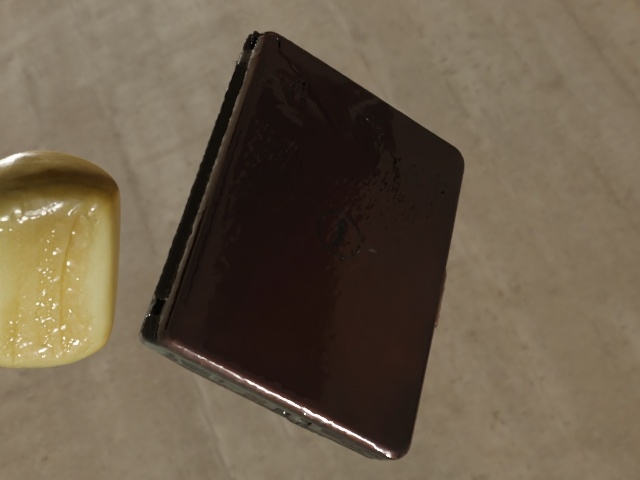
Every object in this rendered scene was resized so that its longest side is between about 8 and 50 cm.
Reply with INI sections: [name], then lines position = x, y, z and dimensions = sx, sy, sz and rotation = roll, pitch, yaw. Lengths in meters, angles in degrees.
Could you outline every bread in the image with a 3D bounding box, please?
[bread]
position = -0.258, 0.015, 1.133
dimensions = 0.098, 0.147, 0.217
rotation = -116, 32, -48

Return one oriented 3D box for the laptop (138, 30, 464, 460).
[laptop]
position = 0.000, 0.000, 0.656
dimensions = 0.154, 0.026, 0.207
rotation = 29, -127, -20
